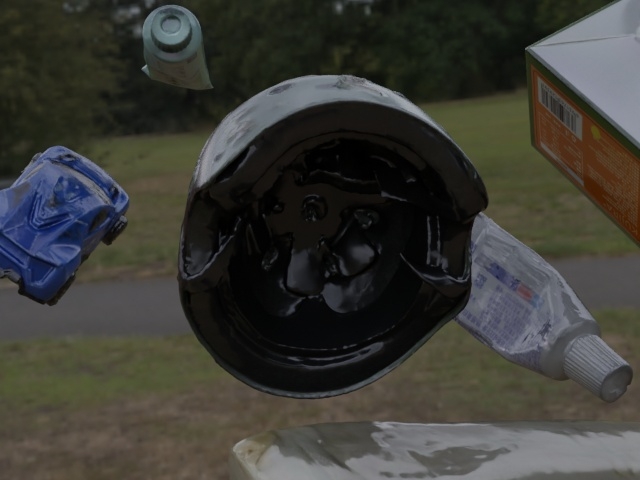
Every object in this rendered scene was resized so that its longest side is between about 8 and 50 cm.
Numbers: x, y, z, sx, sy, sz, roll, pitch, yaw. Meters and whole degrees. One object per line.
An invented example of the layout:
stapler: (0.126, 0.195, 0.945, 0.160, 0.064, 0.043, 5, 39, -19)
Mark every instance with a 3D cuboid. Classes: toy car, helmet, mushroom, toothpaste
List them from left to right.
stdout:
toy car: (-0.220, -0.025, 1.077, 0.063, 0.103, 0.216, -49, 6, 27)
toothpaste: (-0.132, -0.167, 1.168, 0.074, 0.048, 0.297, 13, -2, -5)
helmet: (-0.001, -0.015, 0.678, 0.153, 0.177, 0.107, 2, 39, -15)
mushroom: (0.113, 0.170, 0.718, 0.407, 0.154, 0.137, 5, 26, -32)
toothpaste: (0.208, 0.074, 1.302, 0.099, 0.068, 0.282, -36, 39, -9)

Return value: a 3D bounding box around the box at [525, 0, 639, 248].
box: (0.320, -0.116, 1.204, 0.177, 0.148, 0.195, -29, 50, -13)
